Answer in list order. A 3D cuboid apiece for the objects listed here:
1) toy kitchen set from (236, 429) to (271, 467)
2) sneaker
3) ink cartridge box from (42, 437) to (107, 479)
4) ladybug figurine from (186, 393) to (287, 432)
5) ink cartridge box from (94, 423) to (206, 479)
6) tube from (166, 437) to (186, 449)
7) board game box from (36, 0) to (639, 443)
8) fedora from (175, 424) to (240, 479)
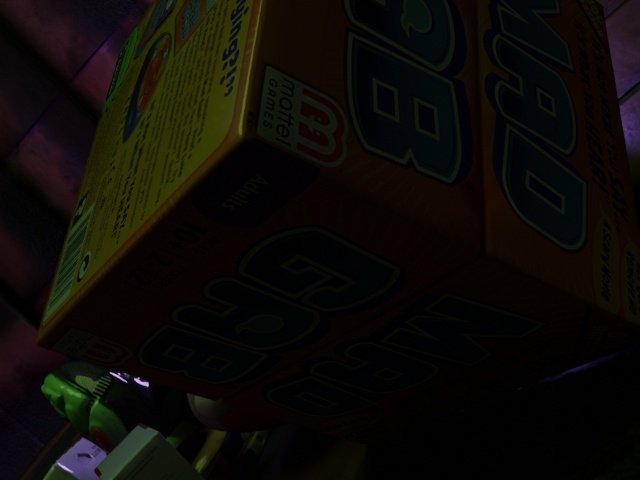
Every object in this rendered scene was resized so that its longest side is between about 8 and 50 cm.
[{"bbox_3d":[-0.102,0.244,1.094,0.068,0.083,0.075,-41,9,25],"label":"toy kitchen set"},{"bbox_3d":[-0.230,0.186,1.146,0.202,0.185,0.483,-54,-8,1],"label":"sneaker"},{"bbox_3d":[-0.408,0.457,1.202,0.273,0.114,0.197,-57,2,-4],"label":"ink cartridge box"},{"bbox_3d":[-0.014,0.072,1.025,0.449,0.162,0.305,-55,-29,-44],"label":"ladybug figurine"},{"bbox_3d":[-0.145,0.280,0.833,0.072,0.175,0.127,-45,9,-21],"label":"ink cartridge box"},{"bbox_3d":[-0.243,0.340,1.286,0.062,0.070,0.240,-61,16,8],"label":"tube"},{"bbox_3d":[0.016,-0.068,0.717,0.356,0.356,0.356,-36,39,46],"label":"board game box"},{"bbox_3d":[-0.162,0.317,1.044,0.194,0.079,0.194,-45,7,7],"label":"fedora"}]
